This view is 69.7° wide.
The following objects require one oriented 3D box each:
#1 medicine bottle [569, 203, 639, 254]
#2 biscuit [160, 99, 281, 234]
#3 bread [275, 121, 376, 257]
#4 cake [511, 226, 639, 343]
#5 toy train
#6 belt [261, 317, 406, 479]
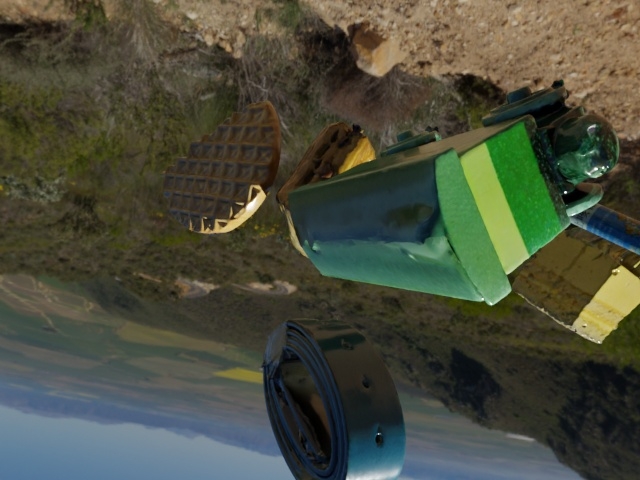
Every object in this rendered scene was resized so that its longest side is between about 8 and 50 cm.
[{"bbox_3d":[0.482,-0.035,0.796,0.191,0.051,0.051,36,175,39],"label":"medicine bottle"},{"bbox_3d":[-0.193,-0.117,0.875,0.309,0.204,0.040,-26,160,28],"label":"biscuit"},{"bbox_3d":[0.013,-0.079,0.784,0.099,0.210,0.235,29,169,17],"label":"bread"},{"bbox_3d":[0.729,0.099,1.261,0.228,0.286,0.222,24,-167,-32],"label":"cake"},{"bbox_3d":[0.103,-0.045,0.443,0.301,0.202,0.120,1,118,65],"label":"toy train"},{"bbox_3d":[0.011,0.348,1.026,0.173,0.300,0.436,5,-156,-33],"label":"belt"}]
